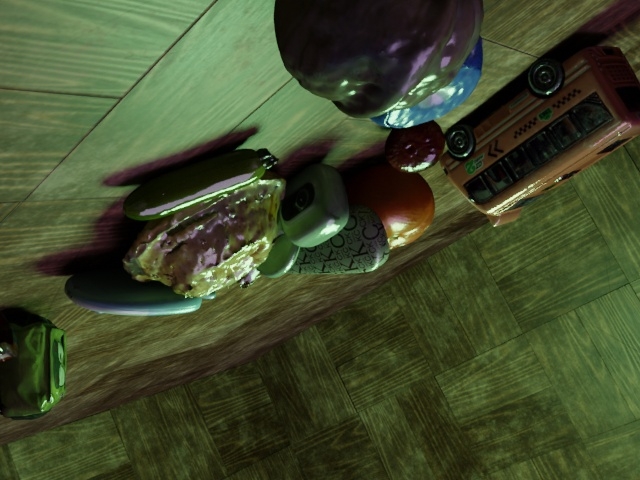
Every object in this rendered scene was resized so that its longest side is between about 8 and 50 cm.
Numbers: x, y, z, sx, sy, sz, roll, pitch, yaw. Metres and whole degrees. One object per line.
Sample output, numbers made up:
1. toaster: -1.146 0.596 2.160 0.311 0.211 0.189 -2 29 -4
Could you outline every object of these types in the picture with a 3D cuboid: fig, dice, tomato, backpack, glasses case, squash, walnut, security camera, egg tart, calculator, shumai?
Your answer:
1. fig: 0.188 -0.208 1.451 0.119 0.152 0.119 9 145 6
2. dice: 0.120 -0.243 0.992 0.147 0.146 0.143 -21 165 -17
3. tomato: 0.122 -0.066 1.651 0.260 0.180 0.260 -25 166 -7
4. backpack: -0.591 0.257 1.511 0.140 0.206 0.253 -1 172 -9
5. glasses case: 0.000 0.000 1.554 0.085 0.137 0.355 -27 -164 -40
6. squash: -0.190 -0.093 1.172 0.258 0.069 0.069 -22 167 -18
7. walnut: 0.060 -0.233 0.796 0.224 0.224 0.224 -25 168 -6
8. security camera: -0.064 -0.035 1.490 0.080 0.157 0.302 9 148 -40
9. egg tart: -0.195 0.003 1.358 0.352 0.150 0.352 -31 171 -5
10. calculator: -0.341 0.096 1.434 0.303 0.042 0.188 -3 -160 -43
11. shumai: -0.163 0.030 1.698 0.139 0.105 0.123 -53 -179 -41

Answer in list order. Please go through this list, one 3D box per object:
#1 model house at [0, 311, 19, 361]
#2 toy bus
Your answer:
1. model house: -0.611 0.141 1.084 0.254 0.160 0.196 -22 167 -10
2. toy bus: 0.480 -0.223 1.604 0.203 0.233 0.427 -14 162 -45
